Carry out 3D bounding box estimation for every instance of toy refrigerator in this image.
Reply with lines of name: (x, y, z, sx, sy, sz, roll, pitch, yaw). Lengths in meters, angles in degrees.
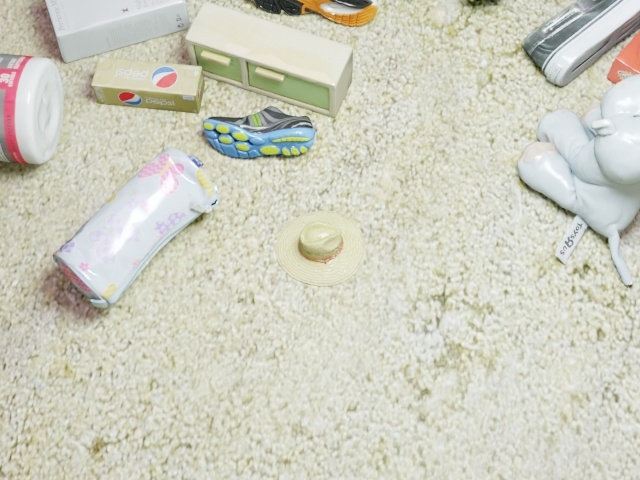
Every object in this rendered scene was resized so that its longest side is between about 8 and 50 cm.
toy refrigerator: (-0.087, -0.303, 1.827, 0.269, 0.102, 0.094, 20, 66, 9)

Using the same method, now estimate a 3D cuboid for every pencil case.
pencil case: (-0.286, -0.020, 1.688, 0.124, 0.113, 0.273, 45, 71, -2)

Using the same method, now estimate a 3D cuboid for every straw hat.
straw hat: (0.000, 0.000, 1.703, 0.144, 0.061, 0.144, 0, 64, 1)

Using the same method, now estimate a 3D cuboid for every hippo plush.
hippo plush: (0.434, -0.137, 1.666, 0.234, 0.236, 0.294, 20, 66, 10)

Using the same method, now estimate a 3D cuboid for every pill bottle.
pill bottle: (-0.595, -0.222, 1.752, 0.318, 0.176, 0.176, 5, 65, 3)

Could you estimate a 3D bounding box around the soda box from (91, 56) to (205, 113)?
soda box: (-0.292, -0.265, 1.835, 0.181, 0.058, 0.061, 6, 65, 3)

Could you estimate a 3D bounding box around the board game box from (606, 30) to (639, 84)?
board game box: (0.686, -0.330, 1.851, 0.242, 0.064, 0.316, 37, 70, 17)

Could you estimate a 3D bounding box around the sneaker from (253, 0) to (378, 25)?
sneaker: (-0.020, -0.466, 1.918, 0.262, 0.099, 0.121, 15, 58, -1)

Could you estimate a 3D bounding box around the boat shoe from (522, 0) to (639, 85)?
boat shoe: (0.492, -0.408, 1.859, 0.335, 0.121, 0.119, -38, 74, -14)

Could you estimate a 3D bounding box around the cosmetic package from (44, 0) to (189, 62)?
cosmetic package: (-0.358, -0.407, 1.890, 0.231, 0.085, 0.117, -18, 65, -9)

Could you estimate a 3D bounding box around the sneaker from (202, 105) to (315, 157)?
sneaker: (-0.102, -0.183, 1.799, 0.188, 0.067, 0.078, 2, 43, 3)
